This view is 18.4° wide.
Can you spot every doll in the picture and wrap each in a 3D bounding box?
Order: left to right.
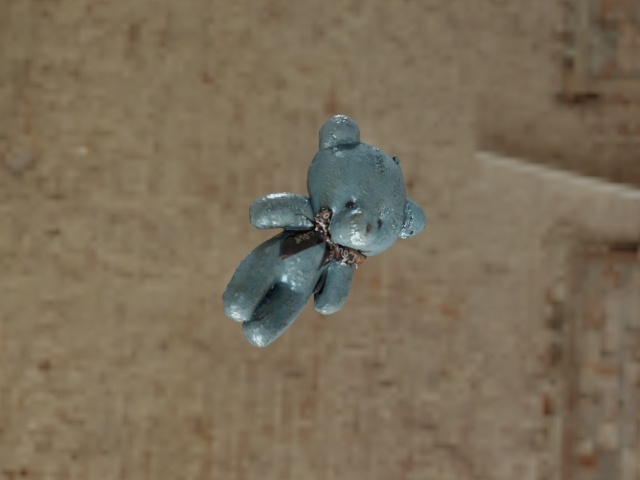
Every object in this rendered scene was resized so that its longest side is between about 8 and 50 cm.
[{"bbox_3d":[0.003,0.000,1.486,0.180,0.075,0.120,-51,-62,-23],"label":"doll"}]
